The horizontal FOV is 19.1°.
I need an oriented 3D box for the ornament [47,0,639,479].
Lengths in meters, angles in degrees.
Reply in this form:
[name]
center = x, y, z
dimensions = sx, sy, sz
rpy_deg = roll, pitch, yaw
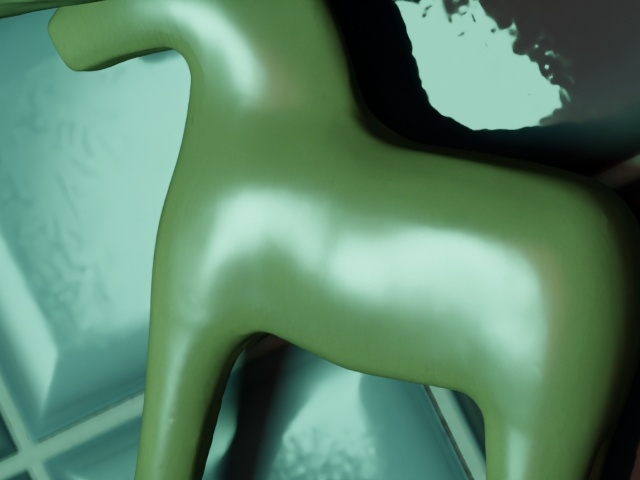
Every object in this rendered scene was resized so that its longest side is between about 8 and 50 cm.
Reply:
[ornament]
center = 0.000, 0.000, 0.654
dimensions = 0.230, 0.061, 0.245
rpy_deg = 15, 104, 21

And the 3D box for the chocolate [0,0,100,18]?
[chocolate]
center = -0.159, -0.209, 0.530
dimensions = 0.297, 0.326, 0.314
rpy_deg = -4, 53, 14
